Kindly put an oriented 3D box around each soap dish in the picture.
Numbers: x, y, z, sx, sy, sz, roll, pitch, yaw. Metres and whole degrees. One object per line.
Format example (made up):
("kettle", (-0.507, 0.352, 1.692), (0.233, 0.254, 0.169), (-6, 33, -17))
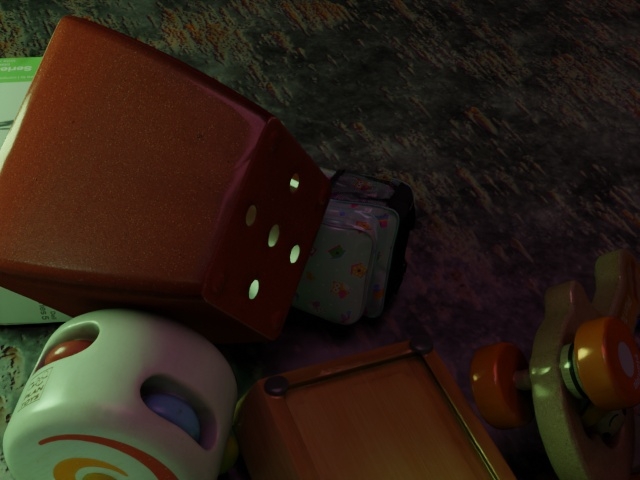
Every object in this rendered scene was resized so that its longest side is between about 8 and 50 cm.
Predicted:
("soap dish", (0.064, 0.228, 0.827), (0.229, 0.118, 0.291), (-12, 43, -18))

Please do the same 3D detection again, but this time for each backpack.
("backpack", (0.000, 0.000, 1.039), (0.188, 0.165, 0.144), (19, 34, 18))

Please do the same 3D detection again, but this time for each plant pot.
("plant pot", (-0.143, -0.032, 0.889), (0.236, 0.267, 0.267), (14, 76, 24))

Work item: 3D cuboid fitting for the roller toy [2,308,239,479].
("roller toy", (-0.183, 0.171, 0.808), (0.209, 0.191, 0.146), (9, 43, 3))

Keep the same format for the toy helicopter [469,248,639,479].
("toy helicopter", (0.305, 0.131, 0.925), (0.140, 0.235, 0.355), (-22, 17, 36))

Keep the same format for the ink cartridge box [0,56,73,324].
("ink cartridge box", (-0.348, -0.063, 1.047), (0.115, 0.198, 0.273), (-3, 42, -8))

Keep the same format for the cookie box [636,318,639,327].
("cookie box", (0.458, 0.098, 1.073), (0.107, 0.040, 0.092), (-22, 47, -28))
